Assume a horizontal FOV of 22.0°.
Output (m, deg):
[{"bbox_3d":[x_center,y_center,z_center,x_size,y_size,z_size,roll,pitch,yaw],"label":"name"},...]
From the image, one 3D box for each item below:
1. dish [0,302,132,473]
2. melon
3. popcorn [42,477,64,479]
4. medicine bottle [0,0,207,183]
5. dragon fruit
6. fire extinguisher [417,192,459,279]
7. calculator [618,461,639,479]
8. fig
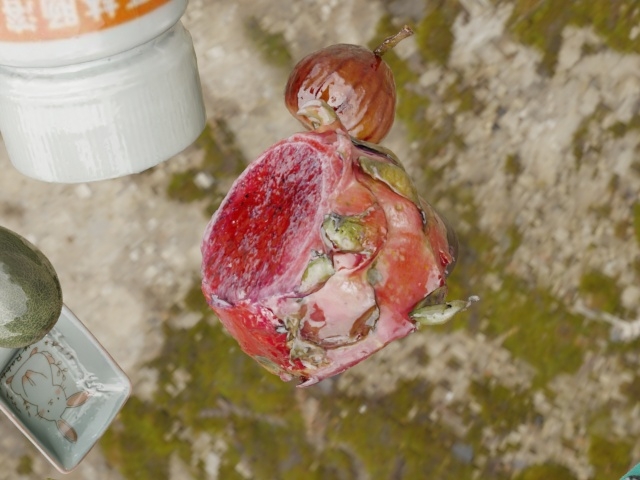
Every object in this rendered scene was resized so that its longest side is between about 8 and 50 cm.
[{"bbox_3d":[-0.353,0.169,2.082,0.064,0.154,0.234,12,146,43],"label":"dish"},{"bbox_3d":[-0.283,0.037,1.427,0.131,0.098,0.098,42,120,8],"label":"melon"},{"bbox_3d":[-0.171,0.304,1.270,0.256,0.195,0.254,-21,65,33],"label":"popcorn"},{"bbox_3d":[-0.229,-0.256,1.470,0.211,0.211,0.371,1,119,22],"label":"medicine bottle"},{"bbox_3d":[0.000,0.000,1.337,0.147,0.211,0.282,45,162,-26],"label":"dragon fruit"},{"bbox_3d":[0.085,-0.005,2.043,0.135,0.337,0.114,-46,59,6],"label":"fire extinguisher"},{"bbox_3d":[0.343,0.396,1.925,0.058,0.274,0.248,33,118,-20],"label":"calculator"},{"bbox_3d":[0.025,-0.165,1.768,0.128,0.128,0.150,15,112,16],"label":"fig"}]
